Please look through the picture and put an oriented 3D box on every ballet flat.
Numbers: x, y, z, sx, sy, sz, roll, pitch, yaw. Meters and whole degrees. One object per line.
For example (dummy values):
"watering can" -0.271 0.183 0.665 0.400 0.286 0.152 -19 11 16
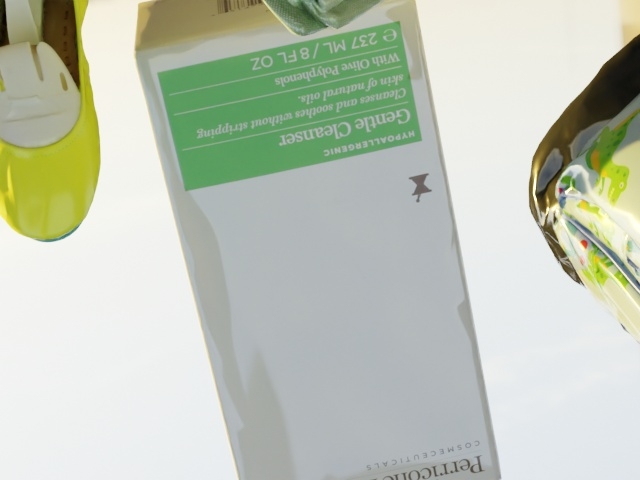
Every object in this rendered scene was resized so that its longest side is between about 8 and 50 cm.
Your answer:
"ballet flat" -0.174 -0.111 1.170 0.077 0.231 0.077 -6 147 2

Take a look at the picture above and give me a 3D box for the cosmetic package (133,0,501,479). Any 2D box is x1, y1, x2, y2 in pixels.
"cosmetic package" 0.000 0.000 1.385 0.197 0.366 0.155 -13 -160 0

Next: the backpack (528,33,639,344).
"backpack" 0.276 0.002 0.906 0.290 0.273 0.355 -34 -129 7

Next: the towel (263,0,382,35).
"towel" 0.001 -0.232 1.087 0.325 0.248 0.038 -28 161 -53
